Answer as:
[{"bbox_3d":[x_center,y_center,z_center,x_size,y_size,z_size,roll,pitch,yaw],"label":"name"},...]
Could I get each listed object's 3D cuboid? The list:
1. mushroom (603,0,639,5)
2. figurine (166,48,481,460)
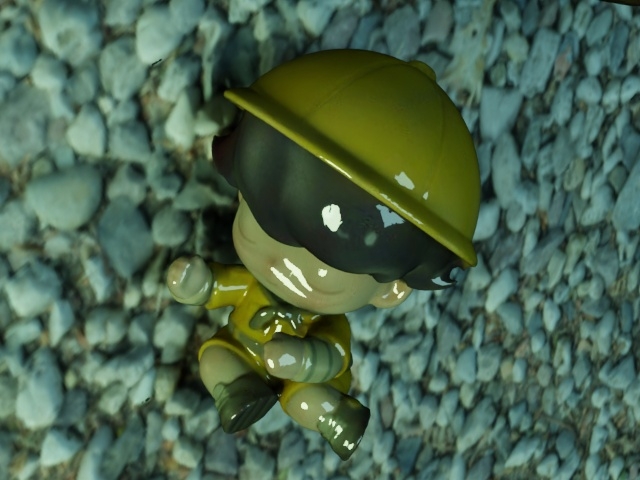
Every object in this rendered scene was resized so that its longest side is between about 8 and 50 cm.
[{"bbox_3d":[0.223,-0.286,1.316,0.283,0.195,0.263,-15,151,-39],"label":"mushroom"},{"bbox_3d":[0.002,-0.002,1.216,0.256,0.192,0.167,-65,172,29],"label":"figurine"}]
